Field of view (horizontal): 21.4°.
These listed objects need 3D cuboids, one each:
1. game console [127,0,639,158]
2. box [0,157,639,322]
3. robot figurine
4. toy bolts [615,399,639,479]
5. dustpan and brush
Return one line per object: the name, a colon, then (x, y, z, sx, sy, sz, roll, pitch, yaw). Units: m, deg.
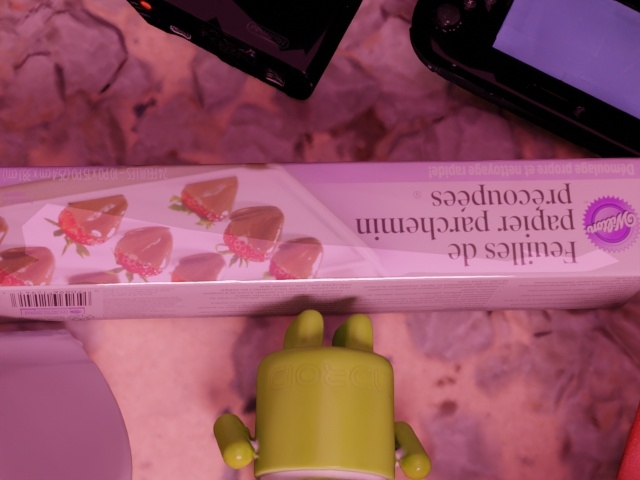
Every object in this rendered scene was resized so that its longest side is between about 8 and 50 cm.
game console: (0.083, -0.145, 0.902, 0.361, 0.044, 0.213, 27, 72, 1)
box: (0.000, 0.000, 0.835, 0.324, 0.067, 0.063, -1, 73, -7)
robot figurine: (0.002, 0.093, 0.805, 0.101, 0.067, 0.115, 5, 73, -14)
toy bolts: (0.214, 0.177, 0.750, 0.229, 0.218, 0.158, 17, 77, 17)
dustpan and brush: (-0.124, 0.133, 0.741, 0.147, 0.060, 0.211, -2, 40, -45)
